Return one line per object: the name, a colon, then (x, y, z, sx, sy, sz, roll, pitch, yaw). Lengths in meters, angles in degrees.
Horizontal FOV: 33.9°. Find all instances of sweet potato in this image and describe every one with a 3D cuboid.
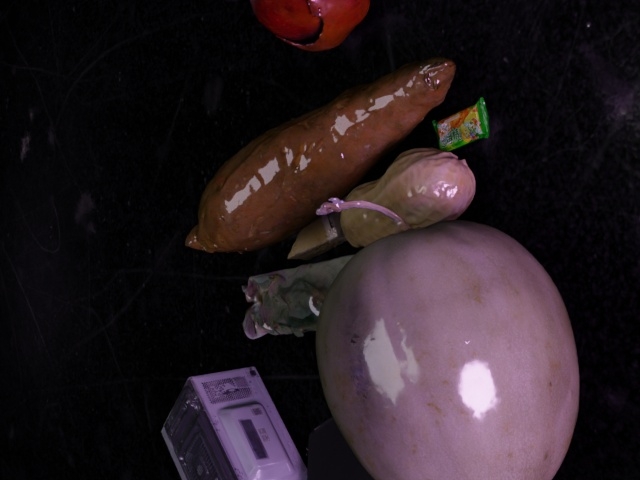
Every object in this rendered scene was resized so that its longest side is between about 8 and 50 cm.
sweet potato: (0.001, -0.101, 1.262, 0.423, 0.130, 0.130, -32, 67, 27)

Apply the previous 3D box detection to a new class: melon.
melon: (0.125, 0.122, 1.049, 0.272, 0.272, 0.307, 2, 86, 54)

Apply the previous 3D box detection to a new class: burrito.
burrito: (-0.005, 0.075, 1.377, 0.309, 0.066, 0.096, -16, 78, 51)

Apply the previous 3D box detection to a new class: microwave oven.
microwave oven: (-0.128, 0.311, 1.523, 0.208, 0.123, 0.162, 59, 137, 31)

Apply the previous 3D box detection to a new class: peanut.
peanut: (0.092, -0.045, 1.209, 0.214, 0.090, 0.098, -31, 66, 50)

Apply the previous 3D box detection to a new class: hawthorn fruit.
hawthorn fruit: (-0.024, -0.308, 1.271, 0.148, 0.172, 0.148, -16, 68, 45)

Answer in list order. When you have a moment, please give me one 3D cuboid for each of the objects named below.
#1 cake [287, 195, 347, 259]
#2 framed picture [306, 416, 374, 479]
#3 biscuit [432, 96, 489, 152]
cake: (0.000, 0.000, 1.371, 0.065, 0.052, 0.121, 60, 136, 27)
framed picture: (0.044, 0.350, 1.276, 0.255, 0.014, 0.338, -44, 36, 47)
biscuit: (0.156, -0.124, 1.174, 0.089, 0.016, 0.046, -20, 77, 53)
